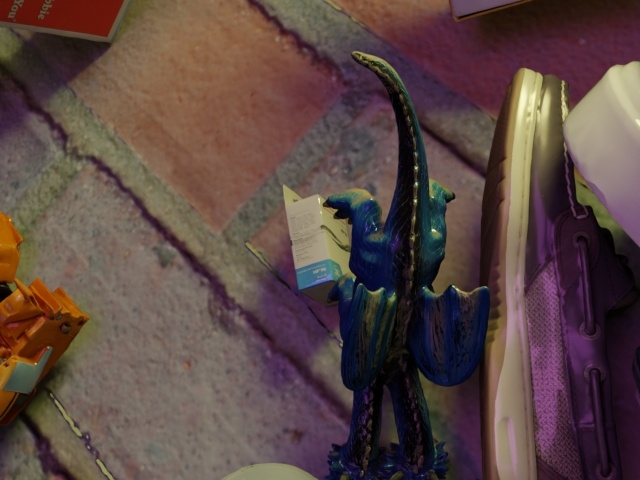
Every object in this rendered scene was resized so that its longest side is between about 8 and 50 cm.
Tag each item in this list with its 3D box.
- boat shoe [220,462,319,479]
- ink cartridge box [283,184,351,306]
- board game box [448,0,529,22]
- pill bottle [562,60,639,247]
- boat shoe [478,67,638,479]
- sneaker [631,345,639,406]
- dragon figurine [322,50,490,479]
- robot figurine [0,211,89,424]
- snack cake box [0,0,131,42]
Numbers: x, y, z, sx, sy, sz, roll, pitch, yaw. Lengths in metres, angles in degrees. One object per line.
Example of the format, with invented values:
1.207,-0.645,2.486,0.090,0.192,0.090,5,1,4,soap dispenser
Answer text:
0.008,0.317,0.591,0.136,0.156,0.367,-17,50,-11,boat shoe
0.000,0.000,0.755,0.028,0.048,0.083,-18,66,19,ink cartridge box
0.204,-0.292,0.653,0.316,0.064,0.242,-8,111,29,board game box
0.305,-0.128,0.514,0.363,0.210,0.210,-47,57,28,pill bottle
0.146,0.034,0.649,0.092,0.103,0.285,3,74,4,boat shoe
0.173,0.136,0.538,0.226,0.086,0.163,-20,57,-12,sneaker
0.049,0.039,0.634,0.085,0.289,0.144,0,41,-9,dragon figurine
-0.330,0.118,0.852,0.291,0.085,0.211,-48,58,3,robot figurine
-0.196,-0.295,0.836,0.089,0.152,0.264,52,124,30,snack cake box
